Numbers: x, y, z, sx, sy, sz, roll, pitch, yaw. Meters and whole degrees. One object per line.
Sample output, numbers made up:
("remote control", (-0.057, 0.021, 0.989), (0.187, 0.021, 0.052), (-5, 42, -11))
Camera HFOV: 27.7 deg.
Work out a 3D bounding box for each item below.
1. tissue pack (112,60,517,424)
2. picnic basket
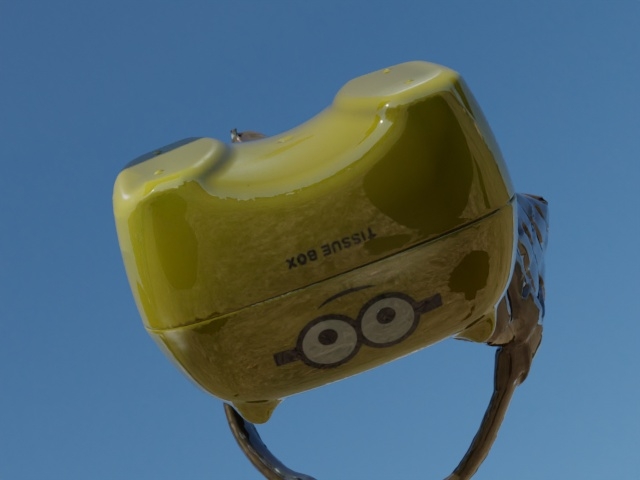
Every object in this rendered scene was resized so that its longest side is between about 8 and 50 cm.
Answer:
("tissue pack", (0.000, 0.000, 0.607), (0.178, 0.123, 0.127), (-19, -73, -3))
("picnic basket", (0.045, 0.084, 1.135), (0.337, 0.293, 0.337), (-37, -47, -55))
